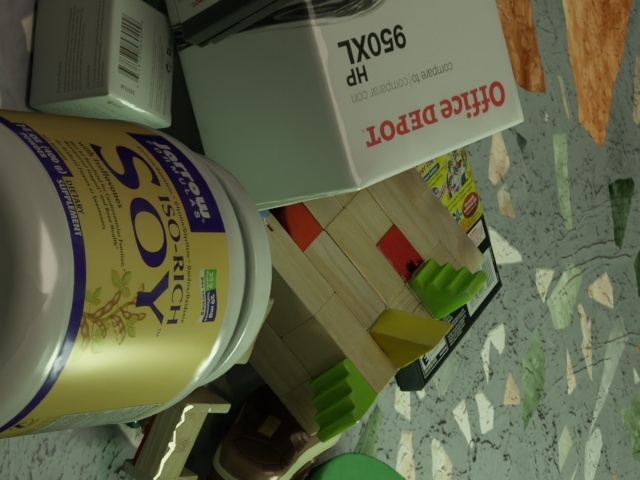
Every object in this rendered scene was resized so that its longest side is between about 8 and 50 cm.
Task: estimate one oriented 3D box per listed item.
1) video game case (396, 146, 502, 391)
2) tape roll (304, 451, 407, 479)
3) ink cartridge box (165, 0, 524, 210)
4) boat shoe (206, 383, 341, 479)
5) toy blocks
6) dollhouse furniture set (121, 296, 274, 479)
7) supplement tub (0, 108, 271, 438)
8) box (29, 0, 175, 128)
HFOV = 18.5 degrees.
[{"bbox_3d":[0.125,0.003,2.302,0.275,0.035,0.248,-45,125,-54],"label":"video game case"},{"bbox_3d":[0.065,0.370,1.957,0.321,0.077,0.321,47,24,-29],"label":"tape roll"},{"bbox_3d":[0.005,-0.250,1.767,0.285,0.166,0.395,-23,102,-49],"label":"ink cartridge box"},{"bbox_3d":[-0.054,0.210,1.905,0.095,0.095,0.257,-65,166,18],"label":"boat shoe"},{"bbox_3d":[0.000,0.000,1.912,0.261,0.191,0.381,52,36,-6],"label":"toy blocks"},{"bbox_3d":[-0.156,0.104,1.713,0.129,0.129,0.183,9,107,-60],"label":"dollhouse furniture set"},{"bbox_3d":[-0.205,0.024,1.474,0.331,0.241,0.241,-1,86,-61],"label":"supplement tub"},{"bbox_3d":[-0.187,-0.153,1.699,0.102,0.087,0.101,28,60,-58],"label":"box"}]
